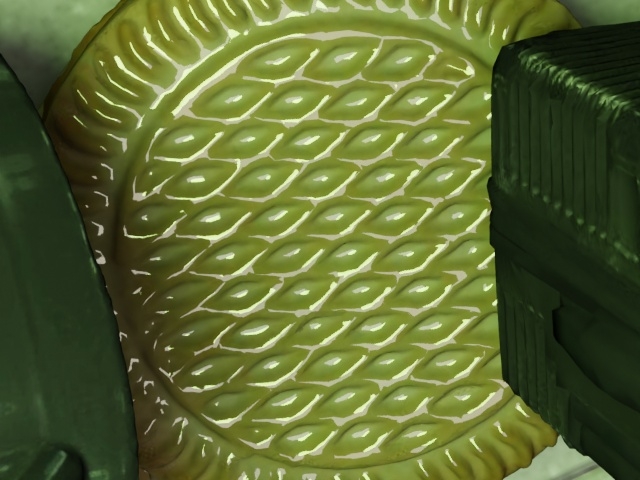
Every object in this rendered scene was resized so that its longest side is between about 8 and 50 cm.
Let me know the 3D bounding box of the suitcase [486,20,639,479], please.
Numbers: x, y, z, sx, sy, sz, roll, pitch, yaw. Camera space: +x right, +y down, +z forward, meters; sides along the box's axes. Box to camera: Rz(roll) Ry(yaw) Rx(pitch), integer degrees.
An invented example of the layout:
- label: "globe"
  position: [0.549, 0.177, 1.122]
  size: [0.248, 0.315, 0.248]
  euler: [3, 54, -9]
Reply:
- label: "suitcase"
  position: [0.244, -0.003, 0.664]
  size: [0.335, 0.229, 0.152]
  euler: [-8, 110, -18]

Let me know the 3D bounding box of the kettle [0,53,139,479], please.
- label: "kettle"
  position: [-0.215, 0.071, 0.632]
  size: [0.290, 0.268, 0.207]
  euler: [-15, 127, -24]

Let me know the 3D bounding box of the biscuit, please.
- label: "biscuit"
  position: [0.000, 0.000, 0.768]
  size: [0.259, 0.079, 0.259]
  euler: [-2, 110, -5]
